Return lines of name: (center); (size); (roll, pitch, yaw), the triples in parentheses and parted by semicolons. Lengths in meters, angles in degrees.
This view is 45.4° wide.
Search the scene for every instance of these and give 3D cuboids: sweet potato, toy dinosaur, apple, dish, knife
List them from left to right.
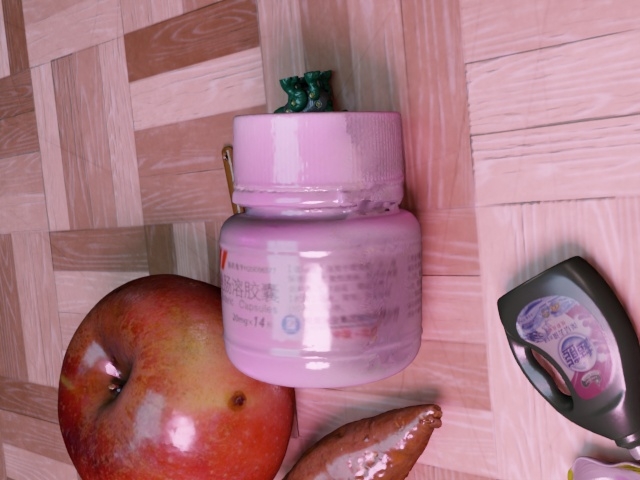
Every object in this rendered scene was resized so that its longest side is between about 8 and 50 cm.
apple: (-0.200, 0.224, 1.086); (0.349, 0.277, 0.348); (-16, 64, 37)
knife: (-0.115, -0.020, 1.161); (0.046, 0.022, 0.256); (-13, 88, 38)
toy dinosaur: (-0.015, -0.175, 1.029); (0.132, 0.059, 0.096); (-9, 96, 34)
sweet potato: (0.036, 0.304, 1.003); (0.131, 0.131, 0.336); (53, 127, 23)
dish: (0.328, 0.259, 0.793); (0.137, 0.039, 0.091); (12, 117, 44)

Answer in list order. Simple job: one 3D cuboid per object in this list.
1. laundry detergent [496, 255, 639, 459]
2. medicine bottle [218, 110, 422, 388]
laundry detergent: (0.277, 0.132, 0.808); (0.137, 0.063, 0.210); (-37, 74, 41)
medicine bottle: (0.000, 0.000, 0.912); (0.241, 0.241, 0.301); (5, 100, 41)
